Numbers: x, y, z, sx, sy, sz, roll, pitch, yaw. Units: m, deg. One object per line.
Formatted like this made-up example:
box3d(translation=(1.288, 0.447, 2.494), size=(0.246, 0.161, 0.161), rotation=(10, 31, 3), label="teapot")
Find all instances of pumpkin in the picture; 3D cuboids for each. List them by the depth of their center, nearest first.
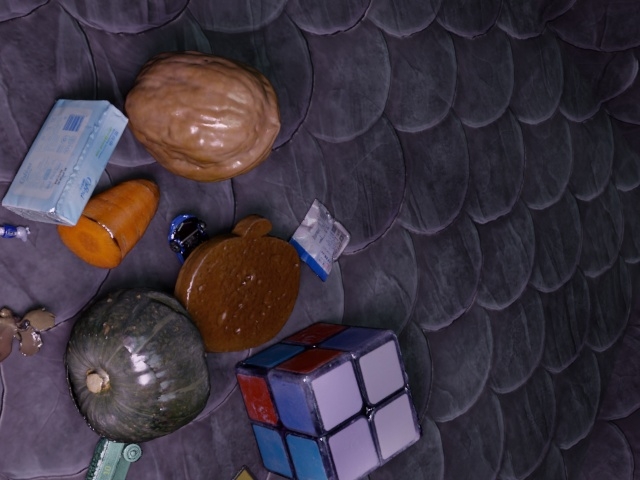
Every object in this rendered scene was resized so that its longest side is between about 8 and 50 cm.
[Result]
box3d(translation=(-0.394, 0.265, 1.526), size=(0.257, 0.291, 0.328), rotation=(-28, 95, -63), label="pumpkin")

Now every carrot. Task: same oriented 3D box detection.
box3d(translation=(-0.445, -0.064, 1.585), size=(0.159, 0.159, 0.225), rotation=(55, 48, -23), label="carrot")

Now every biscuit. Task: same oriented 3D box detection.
box3d(translation=(-0.197, 0.106, 1.760), size=(0.394, 0.070, 0.351), rotation=(11, 92, -52), label="biscuit")

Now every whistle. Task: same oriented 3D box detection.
box3d(translation=(-0.646, -0.016, 1.489), size=(0.083, 0.029, 0.033), rotation=(8, 99, -45), label="whistle")

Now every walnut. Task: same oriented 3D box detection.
box3d(translation=(-0.250, -0.275, 1.602), size=(0.306, 0.343, 0.306), rotation=(8, 90, -72), label="walnut")

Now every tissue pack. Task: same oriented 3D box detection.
box3d(translation=(-0.530, -0.164, 1.493), size=(0.089, 0.177, 0.263), rotation=(42, 63, -52), label="tissue pack")

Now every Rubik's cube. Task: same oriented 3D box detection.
box3d(translation=(0.019, 0.409, 1.815), size=(0.313, 0.318, 0.316), rotation=(-22, 101, -37), label="Rubik's cube")

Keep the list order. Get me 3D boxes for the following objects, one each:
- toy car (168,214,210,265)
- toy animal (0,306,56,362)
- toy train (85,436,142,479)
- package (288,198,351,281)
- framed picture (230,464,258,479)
box3d(translation=(-0.302, 0.034, 1.731), size=(0.103, 0.063, 0.216), rotation=(-43, 122, -31), label="toy car")
box3d(translation=(-0.655, 0.211, 1.443), size=(0.186, 0.093, 0.214), rotation=(31, 77, -29), label="toy animal")
box3d(translation=(-0.464, 0.505, 1.590), size=(0.099, 0.070, 0.172), rotation=(24, 75, -28), label="toy train")
box3d(translation=(0.000, 0.000, 2.001), size=(0.171, 0.027, 0.173), rotation=(48, 62, -30), label="package")
box3d(translation=(-0.187, 0.775, 1.833), size=(0.244, 0.013, 0.324), rotation=(-46, 114, -29), label="framed picture")
